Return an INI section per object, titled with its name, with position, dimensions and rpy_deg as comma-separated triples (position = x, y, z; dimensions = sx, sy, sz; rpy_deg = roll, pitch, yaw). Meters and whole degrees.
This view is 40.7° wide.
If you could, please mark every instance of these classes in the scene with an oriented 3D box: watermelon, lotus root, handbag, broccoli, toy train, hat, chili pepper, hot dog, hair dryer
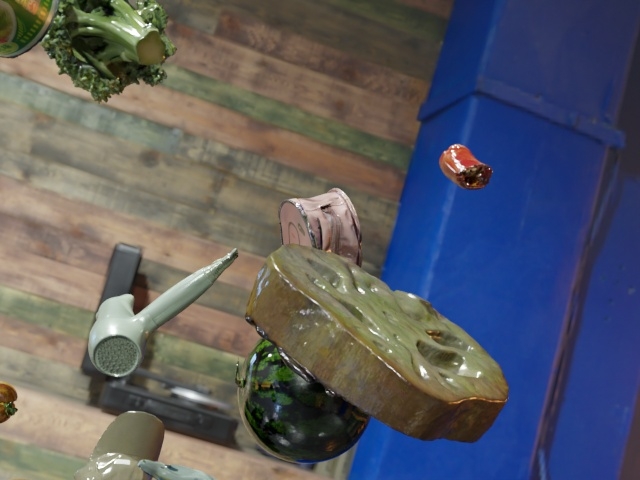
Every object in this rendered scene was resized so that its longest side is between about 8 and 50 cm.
[watermelon]
position = -0.030, 0.281, 1.588
dimensions = 0.269, 0.269, 0.269
rpy_deg = 16, -10, 3
[lotus root]
position = 0.081, 0.143, 1.166
dimensions = 0.390, 0.111, 0.375
rpy_deg = 28, 15, -17
[handbag]
position = -0.002, 0.000, 1.674
dimensions = 0.116, 0.205, 0.179
rpy_deg = -14, 38, -23
[broccoli]
position = -0.426, -0.406, 1.734
dimensions = 0.260, 0.288, 0.235
rpy_deg = 53, -38, 17
[toy train]
position = -0.227, 0.448, 1.580
dimensions = 0.234, 0.051, 0.052
rpy_deg = 37, -11, -21
[hat]
position = -0.358, 0.432, 1.660
dimensions = 0.166, 0.173, 0.144
rpy_deg = 32, 1, -32
[chili pepper]
position = 0.280, -0.142, 1.685
dimensions = 0.070, 0.073, 0.123
rpy_deg = 48, 7, -29
[hot dog]
position = -0.586, 0.257, 1.434
dimensions = 0.188, 0.072, 0.055
rpy_deg = 15, -20, 1
[hair dryer]
position = -0.214, 0.076, 1.195
dimensions = 0.075, 0.237, 0.206
rpy_deg = 56, -2, -19

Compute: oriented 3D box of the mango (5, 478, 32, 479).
[mango]
position = -0.594, 0.536, 1.595
dimensions = 0.211, 0.173, 0.317
rpy_deg = -15, -6, -44

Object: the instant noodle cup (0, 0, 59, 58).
[instant noodle cup]
position = -0.488, -0.355, 1.156
dimensions = 0.207, 0.207, 0.233
rpy_deg = 11, -9, 28
